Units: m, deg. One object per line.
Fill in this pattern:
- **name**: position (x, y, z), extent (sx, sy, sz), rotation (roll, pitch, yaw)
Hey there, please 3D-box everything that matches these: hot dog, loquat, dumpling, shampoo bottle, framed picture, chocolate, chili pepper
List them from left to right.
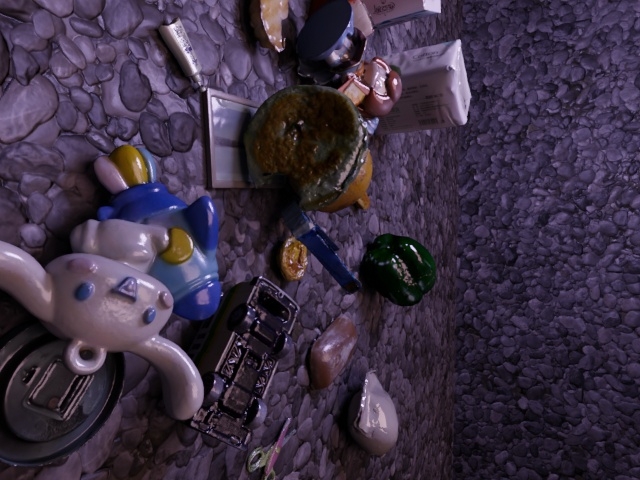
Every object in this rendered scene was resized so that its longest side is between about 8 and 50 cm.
- **shampoo bottle**: position (-0.265, -0.359, 0.855), extent (0.049, 0.034, 0.141), rotation (-67, 144, -44)
- **framed picture**: position (-0.168, -0.230, 1.043), extent (0.289, 0.016, 0.213), rotation (-10, 100, -59)
- **loquat**: position (0.024, -0.188, 1.145), extent (0.235, 0.235, 0.234), rotation (-4, 95, -60)
- **chocolate**: position (0.055, 0.353, 1.384), extent (0.261, 0.083, 0.161), rotation (-40, 126, -53)
- **hot dog**: position (0.116, -0.184, 1.502), extent (0.066, 0.047, 0.215), rotation (-58, 140, -20)
- **dumpling**: position (0.198, 0.619, 1.558), extent (0.341, 0.181, 0.260), rotation (42, 43, -26)
- **chili pepper**: position (0.294, 0.105, 1.643), extent (0.256, 0.249, 0.233), rotation (50, 61, -36)

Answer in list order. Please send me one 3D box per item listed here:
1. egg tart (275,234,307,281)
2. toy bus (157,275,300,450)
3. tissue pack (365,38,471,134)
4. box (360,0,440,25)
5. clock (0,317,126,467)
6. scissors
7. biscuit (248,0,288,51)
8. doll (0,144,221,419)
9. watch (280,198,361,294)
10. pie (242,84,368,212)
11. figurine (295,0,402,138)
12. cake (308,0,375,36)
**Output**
- **egg tart**: position (-0.079, 0.049, 1.171), extent (0.130, 0.052, 0.130), rotation (1, 89, -59)
- **toy bus**: position (-0.181, 0.236, 0.881), extent (0.143, 0.179, 0.305), rotation (43, 53, -33)
- **tissue pack**: position (0.343, -0.540, 1.566), extent (0.266, 0.357, 0.193), rotation (55, 46, -46)
- **box**: position (0.247, -0.801, 1.474), extent (0.203, 0.274, 0.116), rotation (-41, 124, -53)
- **clock**: position (-0.398, 0.216, 0.644), extent (0.215, 0.042, 0.214), rotation (-5, 96, -59)
- **scissors**: position (-0.123, 0.559, 1.150), extent (0.187, 0.020, 0.133), rotation (-44, 124, -48)
- **biscuit**: position (-0.131, -0.556, 1.051), extent (0.118, 0.061, 0.183), rotation (33, 61, -53)
- **doll**: position (-0.275, 0.034, 0.672), extent (0.365, 0.187, 0.376), rotation (-73, 147, -42)
- **watch**: position (-0.006, -0.008, 1.206), extent (0.274, 0.068, 0.276), rotation (47, 6, -25)
- **pie**: position (-0.033, -0.223, 1.005), extent (0.067, 0.303, 0.302), rotation (76, 19, -83)
- **figurine**: position (0.091, -0.483, 1.295), extent (0.388, 0.248, 0.276), rotation (28, 69, -47)
- **cake**: position (0.032, -0.721, 1.335), extent (0.158, 0.160, 0.262), rotation (32, 29, -55)
